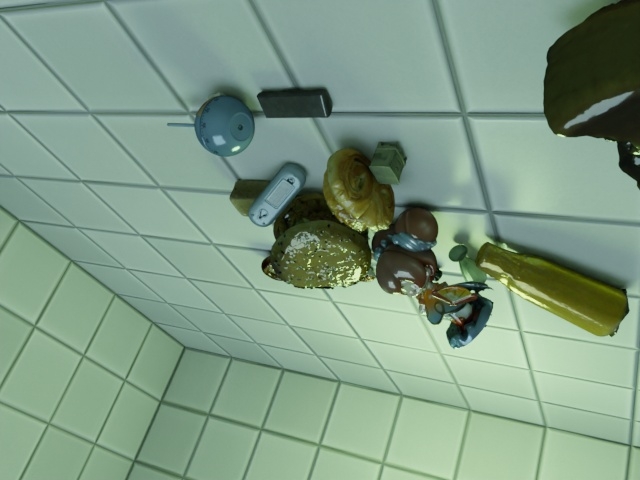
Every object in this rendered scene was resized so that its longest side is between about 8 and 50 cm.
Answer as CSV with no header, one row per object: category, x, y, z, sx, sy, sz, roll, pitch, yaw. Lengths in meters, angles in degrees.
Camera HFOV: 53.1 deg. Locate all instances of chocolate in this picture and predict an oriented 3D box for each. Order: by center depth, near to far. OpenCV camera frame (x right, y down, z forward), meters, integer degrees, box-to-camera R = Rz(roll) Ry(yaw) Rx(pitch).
chocolate,0.670,0.124,1.886,0.445,0.162,0.162,25,155,0

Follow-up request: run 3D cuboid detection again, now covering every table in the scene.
table,0.177,-0.200,1.649,0.062,0.083,0.079,5,151,31

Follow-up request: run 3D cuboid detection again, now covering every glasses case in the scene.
glasses case,-0.064,-0.342,1.596,0.190,0.042,0.072,6,144,29

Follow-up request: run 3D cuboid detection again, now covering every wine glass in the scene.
wine glass,0.462,0.078,2.014,0.073,0.073,0.155,-3,143,40

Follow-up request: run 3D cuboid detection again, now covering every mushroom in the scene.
mushroom,-0.159,0.100,2.504,0.135,0.080,0.170,16,157,-21

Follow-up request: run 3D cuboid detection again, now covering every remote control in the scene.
remote control,-0.133,-0.131,1.932,0.087,0.047,0.244,35,120,-13

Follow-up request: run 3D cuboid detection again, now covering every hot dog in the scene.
hot dog,0.119,0.129,2.383,0.108,0.059,0.191,31,151,-31

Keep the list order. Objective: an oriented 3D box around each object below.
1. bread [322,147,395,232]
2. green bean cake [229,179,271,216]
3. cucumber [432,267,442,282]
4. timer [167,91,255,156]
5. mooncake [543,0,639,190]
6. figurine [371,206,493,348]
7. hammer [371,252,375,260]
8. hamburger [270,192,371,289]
bread,0.101,-0.134,1.708,0.120,0.198,0.236,-28,129,35
green bean cake,-0.193,-0.132,2.059,0.179,0.085,0.109,3,148,30
cucumber,0.322,0.080,2.133,0.187,0.058,0.058,28,154,-17
timer,-0.282,-0.326,1.709,0.255,0.175,0.175,40,168,35
mooncake,0.583,-0.219,1.116,0.393,0.246,0.394,5,152,12
figurine,0.326,0.109,1.908,0.388,0.248,0.276,37,149,-7
hammer,0.236,0.085,2.232,0.287,0.033,0.111,28,153,-17
hamburger,0.000,0.000,1.999,0.318,0.195,0.277,-1,139,3
